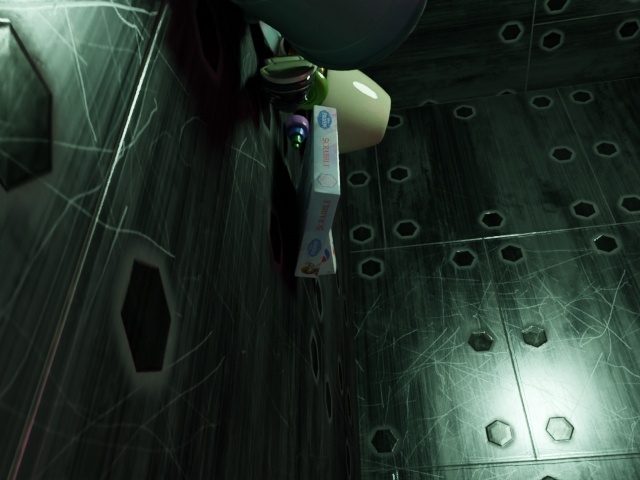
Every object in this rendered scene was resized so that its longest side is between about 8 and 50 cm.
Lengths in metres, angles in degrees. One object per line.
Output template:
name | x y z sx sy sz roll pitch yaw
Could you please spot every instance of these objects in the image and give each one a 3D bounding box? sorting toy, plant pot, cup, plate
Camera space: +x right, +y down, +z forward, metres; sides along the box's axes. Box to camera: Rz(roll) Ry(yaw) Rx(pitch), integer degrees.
sorting toy | -0.037 -0.378 1.576 0.365 0.127 0.126 107 -13 -47
plant pot | -0.018 -0.501 1.077 0.334 0.341 0.341 -7 91 -62
cup | 0.103 -0.438 2.103 0.331 0.237 0.331 -170 -90 -82
plate | -0.126 -0.536 1.459 0.188 0.024 0.188 -16 90 -81

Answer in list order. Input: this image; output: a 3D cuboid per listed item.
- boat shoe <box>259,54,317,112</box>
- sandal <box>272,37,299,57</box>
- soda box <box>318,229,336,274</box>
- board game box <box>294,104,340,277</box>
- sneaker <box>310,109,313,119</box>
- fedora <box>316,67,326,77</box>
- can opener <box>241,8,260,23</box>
boat shoe | -0.075 -0.347 1.383 0.340 0.127 0.113 -122 -156 -65
sandal | -0.089 -0.474 1.659 0.265 0.076 0.102 126 -56 -70
soda box | 0.000 0.000 1.947 0.069 0.074 0.216 -79 161 -69
board game box | -0.013 -0.123 1.587 0.318 0.066 0.318 105 -11 -49
sneaker | 0.022 -0.483 2.456 0.283 0.110 0.122 -85 170 -58
fedora | -0.034 -0.529 2.042 0.194 0.079 0.194 -170 -90 -82
can opener | -0.158 -0.594 1.261 0.093 0.074 0.280 -26 113 -46
